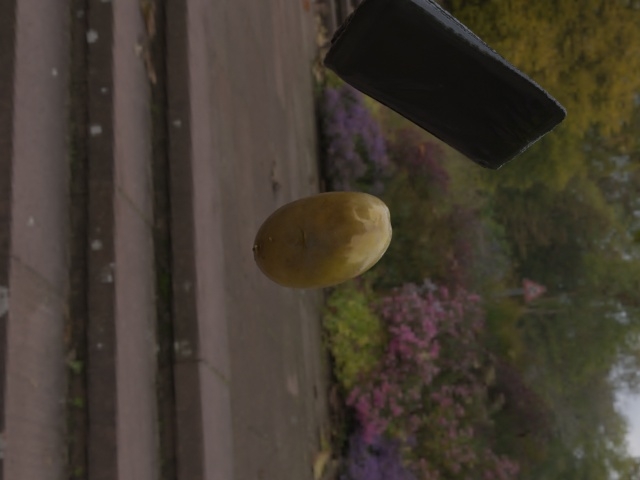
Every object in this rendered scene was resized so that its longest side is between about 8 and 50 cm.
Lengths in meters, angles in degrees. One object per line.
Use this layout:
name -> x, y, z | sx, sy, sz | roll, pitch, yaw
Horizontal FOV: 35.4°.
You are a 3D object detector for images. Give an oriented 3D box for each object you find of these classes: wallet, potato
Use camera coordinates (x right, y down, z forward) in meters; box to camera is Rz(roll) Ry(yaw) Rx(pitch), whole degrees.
wallet -> 0.133, -0.175, 1.087 | 0.052, 0.245, 0.168 | -62, -169, -28
potato -> 0.000, 0.000, 1.507 | 0.146, 0.234, 0.150 | 19, 62, -44
